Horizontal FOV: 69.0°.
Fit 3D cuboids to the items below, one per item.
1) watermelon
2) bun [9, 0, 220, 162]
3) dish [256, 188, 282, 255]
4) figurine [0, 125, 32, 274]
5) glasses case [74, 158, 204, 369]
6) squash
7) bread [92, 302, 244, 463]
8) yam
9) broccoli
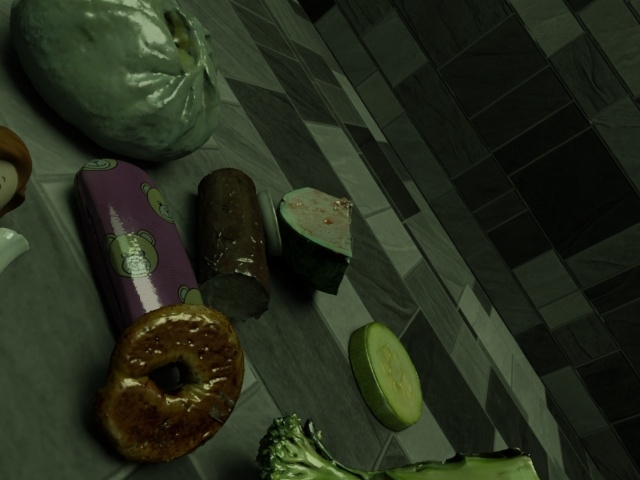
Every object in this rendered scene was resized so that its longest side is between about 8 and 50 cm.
[{"bbox_3d":[0.000,0.000,1.007,0.224,0.180,0.305,54,16,-21],"label":"watermelon"},{"bbox_3d":[-0.305,-0.306,0.763,0.354,0.194,0.354,33,47,-45],"label":"bun"},{"bbox_3d":[-0.131,-0.029,0.950,0.141,0.078,0.141,167,-90,-80],"label":"dish"},{"bbox_3d":[-0.369,-0.031,0.426,0.190,0.142,0.263,23,39,-29],"label":"figurine"},{"bbox_3d":[-0.249,0.024,0.651,0.123,0.076,0.316,-1,63,-59],"label":"glasses case"},{"bbox_3d":[0.163,0.315,1.093,0.252,0.049,0.252,43,28,-29],"label":"squash"},{"bbox_3d":[-0.173,0.167,0.559,0.193,0.064,0.193,-1,92,-44],"label":"bread"},{"bbox_3d":[-0.156,-0.005,0.809,0.131,0.131,0.279,33,32,-41],"label":"yam"},{"bbox_3d":[0.093,0.349,0.581,0.221,0.362,0.251,-37,131,-72],"label":"broccoli"}]
